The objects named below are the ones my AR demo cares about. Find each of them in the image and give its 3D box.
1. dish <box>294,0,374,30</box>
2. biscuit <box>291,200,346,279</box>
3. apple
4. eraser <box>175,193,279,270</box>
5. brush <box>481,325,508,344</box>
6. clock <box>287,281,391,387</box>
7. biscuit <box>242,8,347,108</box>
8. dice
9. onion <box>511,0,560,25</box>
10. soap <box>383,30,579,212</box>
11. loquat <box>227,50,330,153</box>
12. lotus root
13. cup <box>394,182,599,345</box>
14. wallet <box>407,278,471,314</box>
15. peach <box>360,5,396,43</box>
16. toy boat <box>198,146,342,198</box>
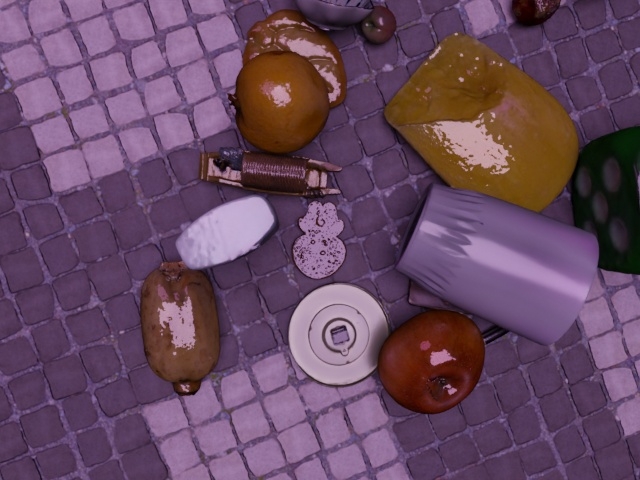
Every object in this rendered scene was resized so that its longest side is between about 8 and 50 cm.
[{"bbox_3d":[0.020,-0.496,1.320,0.190,0.191,0.066,12,122,-5],"label":"dish"},{"bbox_3d":[0.000,0.000,1.371,0.124,0.026,0.175,6,90,-6],"label":"biscuit"},{"bbox_3d":[0.239,0.260,1.298,0.210,0.173,0.235,25,113,-20],"label":"apple"},{"bbox_3d":[-0.173,-0.013,1.225,0.189,0.290,0.104,-32,92,-3],"label":"eraser"},{"bbox_3d":[0.443,0.193,1.408,0.299,0.039,0.042,-25,95,-8],"label":"brush"},{"bbox_3d":[0.043,0.210,1.373,0.234,0.029,0.235,0,90,-5],"label":"clock"},{"bbox_3d":[-0.050,-0.391,1.360,0.260,0.041,0.203,39,87,-2],"label":"biscuit"},{"bbox_3d":[0.730,-0.091,1.302,0.296,0.287,0.300,-8,91,-4],"label":"dice"},{"bbox_3d":[0.483,-0.540,1.383,0.107,0.097,0.107,-4,120,-6],"label":"onion"},{"bbox_3d":[0.373,-0.242,1.359,0.427,0.115,0.306,39,84,-4],"label":"soap"},{"bbox_3d":[-0.085,-0.283,1.255,0.207,0.208,0.208,0,90,-5],"label":"loquat"},{"bbox_3d":[-0.294,0.185,1.289,0.160,0.146,0.285,-4,93,13],"label":"lotus root"},{"bbox_3d":[0.360,0.042,1.278,0.371,0.253,0.254,22,88,1],"label":"cup"},{"bbox_3d":[0.285,0.114,1.396,0.176,0.026,0.095,9,83,-7],"label":"wallet"},{"bbox_3d":[0.129,-0.476,1.355,0.083,0.083,0.083,0,90,-5],"label":"peach"},{"bbox_3d":[-0.107,-0.145,1.318,0.309,0.115,0.090,8,92,-5],"label":"toy boat"}]
